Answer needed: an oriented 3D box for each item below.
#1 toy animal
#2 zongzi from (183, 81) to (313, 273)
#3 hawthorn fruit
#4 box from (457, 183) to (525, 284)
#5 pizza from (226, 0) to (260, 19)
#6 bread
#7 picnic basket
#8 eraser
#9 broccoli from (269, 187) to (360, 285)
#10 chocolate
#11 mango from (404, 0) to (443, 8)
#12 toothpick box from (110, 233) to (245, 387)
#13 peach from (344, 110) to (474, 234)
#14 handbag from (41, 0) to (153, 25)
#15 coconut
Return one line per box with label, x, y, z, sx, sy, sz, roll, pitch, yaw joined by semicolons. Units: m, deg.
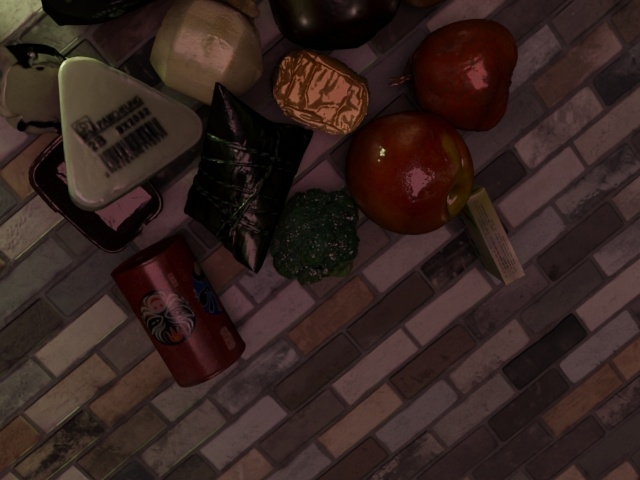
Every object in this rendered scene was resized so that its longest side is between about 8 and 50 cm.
toy animal;-0.670;-0.353;1.621;0.208;0.155;0.205;-7;112;-51
zongzi;-0.199;-0.181;1.635;0.384;0.319;0.362;-58;144;-4
hawthorn fruit;0.319;-0.400;1.699;0.307;0.276;0.276;3;102;5
box;0.427;-0.025;1.825;0.062;0.175;0.261;-30;104;0
pizza;-0.219;-0.599;1.555;0.223;0.323;0.089;29;111;-28
bread;-0.003;-0.368;1.718;0.250;0.133;0.179;19;100;-10
picnic basket;-0.536;-0.133;1.705;0.222;0.129;0.297;-43;104;2
eraser;-0.464;-0.209;1.564;0.330;0.150;0.332;0;90;-19
broccoli;0.000;0.000;1.762;0.270;0.270;0.270;-41;136;3
chocolate;0.012;-0.596;1.564;0.383;0.384;0.332;-5;106;-6
mango;0.286;-0.710;1.678;0.192;0.146;0.317;29;91;-20
toothpick box;-0.353;0.175;1.758;0.204;0.204;0.334;-27;105;-1
peach;0.204;-0.168;1.696;0.307;0.332;0.308;-23;129;-31
handbag;-0.471;-0.577;1.535;0.342;0.288;0.152;-20;104;-4
coconut;-0.249;-0.435;1.618;0.247;0.245;0.245;24;98;-11
